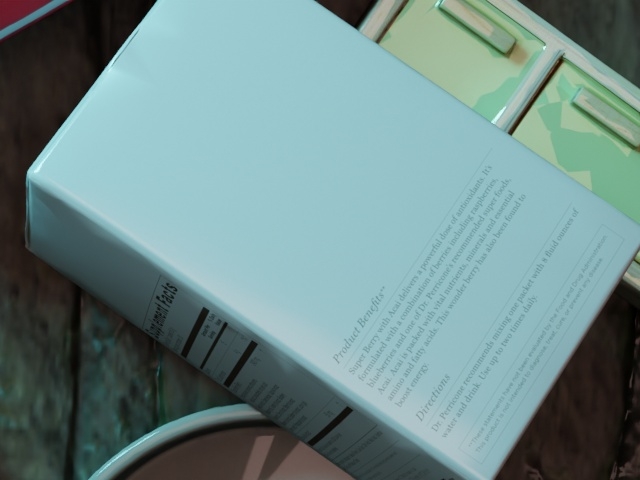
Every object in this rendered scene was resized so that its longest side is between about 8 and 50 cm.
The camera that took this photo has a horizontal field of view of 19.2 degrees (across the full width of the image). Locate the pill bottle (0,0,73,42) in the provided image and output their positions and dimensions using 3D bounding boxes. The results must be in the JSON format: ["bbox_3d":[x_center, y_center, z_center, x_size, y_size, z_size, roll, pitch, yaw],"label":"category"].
[{"bbox_3d":[-0.163,-0.251,1.055,0.407,0.229,0.229,-31,94,-5],"label":"pill bottle"}]

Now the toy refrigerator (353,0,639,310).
[{"bbox_3d":[0.139,-0.064,1.157,0.269,0.094,0.102,35,87,-5],"label":"toy refrigerator"}]

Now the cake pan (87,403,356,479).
[{"bbox_3d":[-0.037,0.244,1.162,0.293,0.054,0.293,0,90,-6],"label":"cake pan"}]

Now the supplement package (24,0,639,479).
[{"bbox_3d":[0.000,0.000,1.074,0.293,0.175,0.177,35,74,1],"label":"supplement package"}]
